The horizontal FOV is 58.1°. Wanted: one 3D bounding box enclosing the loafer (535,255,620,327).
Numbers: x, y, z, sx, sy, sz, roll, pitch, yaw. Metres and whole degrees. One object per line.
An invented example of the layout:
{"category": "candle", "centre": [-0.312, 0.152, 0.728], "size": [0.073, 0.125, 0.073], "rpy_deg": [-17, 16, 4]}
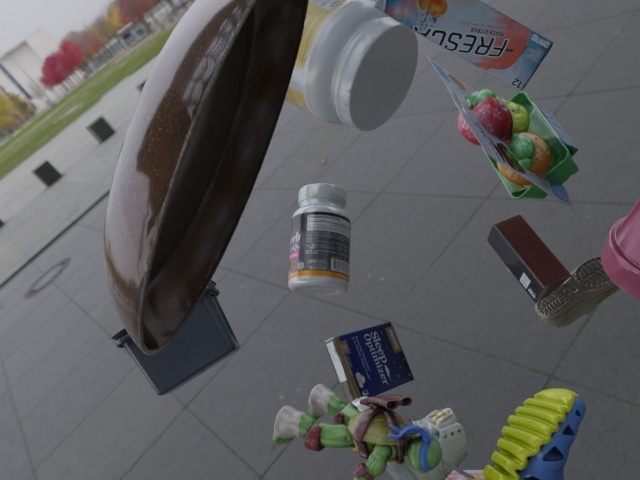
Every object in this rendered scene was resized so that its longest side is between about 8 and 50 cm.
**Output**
{"category": "loafer", "centre": [0.676, 0.132, 1.479], "size": [0.269, 0.092, 0.102], "rpy_deg": [-31, 40, 3]}

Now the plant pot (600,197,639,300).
{"category": "plant pot", "centre": [0.578, -0.016, 0.919], "size": [0.201, 0.180, 0.201], "rpy_deg": [0, 39, 0]}

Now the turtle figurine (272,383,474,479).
{"category": "turtle figurine", "centre": [0.070, 0.355, 0.925], "size": [0.266, 0.274, 0.197], "rpy_deg": [13, 55, 37]}

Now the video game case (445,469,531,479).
{"category": "video game case", "centre": [0.376, 0.593, 1.200], "size": [0.204, 0.025, 0.285], "rpy_deg": [-2, 24, 3]}

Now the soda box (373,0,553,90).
{"category": "soda box", "centre": [0.152, -0.231, 0.620], "size": [0.058, 0.183, 0.063], "rpy_deg": [-61, -4, 21]}

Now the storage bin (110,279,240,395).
{"category": "storage bin", "centre": [-0.168, 0.124, 0.711], "size": [0.135, 0.091, 0.098], "rpy_deg": [-31, -9, -6]}

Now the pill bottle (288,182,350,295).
{"category": "pill bottle", "centre": [0.000, 0.000, 1.538], "size": [0.162, 0.162, 0.278], "rpy_deg": [-14, 66, 40]}

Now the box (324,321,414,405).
{"category": "box", "centre": [0.117, 0.249, 1.207], "size": [0.225, 0.136, 0.036], "rpy_deg": [-5, -22, -47]}

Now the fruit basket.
{"category": "fruit basket", "centre": [0.408, -0.243, 1.263], "size": [0.165, 0.353, 0.327], "rpy_deg": [-40, 46, 27]}

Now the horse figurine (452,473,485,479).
{"category": "horse figurine", "centre": [0.285, 0.519, 1.163], "size": [0.263, 0.066, 0.174], "rpy_deg": [-8, 5, 10]}

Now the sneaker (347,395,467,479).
{"category": "sneaker", "centre": [0.178, 0.364, 1.117], "size": [0.169, 0.292, 0.108], "rpy_deg": [-41, 27, -16]}

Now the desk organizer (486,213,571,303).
{"category": "desk organizer", "centre": [0.315, 0.025, 0.878], "size": [0.050, 0.047, 0.130], "rpy_deg": [-21, 56, -13]}

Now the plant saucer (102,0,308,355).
{"category": "plant saucer", "centre": [-0.085, -0.067, 0.441], "size": [0.310, 0.050, 0.310], "rpy_deg": [-159, 90, -89]}

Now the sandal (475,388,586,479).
{"category": "sandal", "centre": [0.388, 0.417, 1.049], "size": [0.317, 0.138, 0.126], "rpy_deg": [-57, 6, -2]}

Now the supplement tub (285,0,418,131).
{"category": "supplement tub", "centre": [-0.002, -0.374, 1.131], "size": [0.331, 0.241, 0.241], "rpy_deg": [34, 70, 28]}
